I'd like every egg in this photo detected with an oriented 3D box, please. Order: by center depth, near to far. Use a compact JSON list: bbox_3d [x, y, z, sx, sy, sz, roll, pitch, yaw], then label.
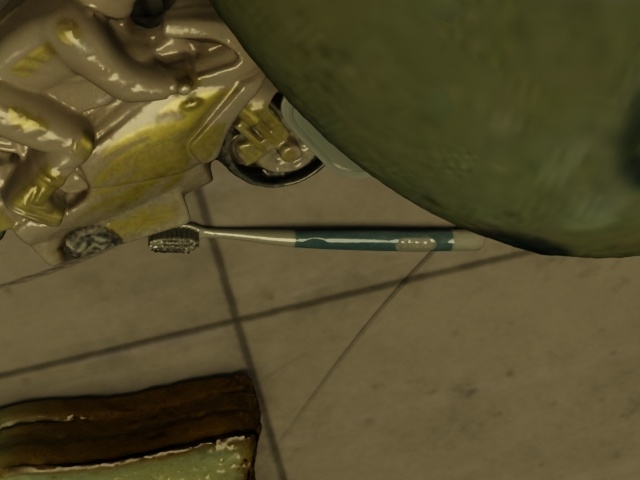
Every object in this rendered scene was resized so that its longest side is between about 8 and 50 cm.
[{"bbox_3d":[0.096,-0.194,0.490,0.345,0.345,0.428,-21,98,4],"label":"egg"}]

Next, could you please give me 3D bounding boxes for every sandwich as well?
[{"bbox_3d":[-0.169,0.259,0.957,0.249,0.095,0.273,-6,124,-6],"label":"sandwich"}]

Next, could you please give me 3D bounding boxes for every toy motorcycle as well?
[{"bbox_3d":[-0.154,-0.090,0.714,0.341,0.108,0.223,-17,134,-7],"label":"toy motorcycle"}]

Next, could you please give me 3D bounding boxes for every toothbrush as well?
[{"bbox_3d":[0.000,0.000,0.853,0.276,0.025,0.019,1,123,-10],"label":"toothbrush"}]

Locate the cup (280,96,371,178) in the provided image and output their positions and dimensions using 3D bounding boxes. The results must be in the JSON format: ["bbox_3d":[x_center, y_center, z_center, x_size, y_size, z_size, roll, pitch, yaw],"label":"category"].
[{"bbox_3d":[0.026,-0.130,0.700,0.095,0.129,0.128,-22,128,32],"label":"cup"}]
